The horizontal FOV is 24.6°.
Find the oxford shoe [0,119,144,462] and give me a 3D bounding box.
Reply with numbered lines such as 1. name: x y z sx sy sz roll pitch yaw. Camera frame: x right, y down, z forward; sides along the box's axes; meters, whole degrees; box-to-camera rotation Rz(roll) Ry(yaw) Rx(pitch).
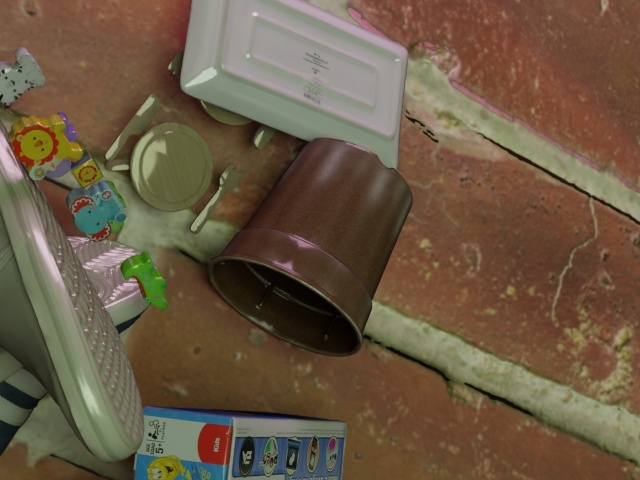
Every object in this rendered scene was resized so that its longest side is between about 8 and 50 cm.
1. oxford shoe: -0.275 0.013 1.214 0.130 0.169 0.449 -31 61 -7

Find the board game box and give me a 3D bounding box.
1. board game box: -0.076 0.305 1.308 0.086 0.308 0.302 5 84 19

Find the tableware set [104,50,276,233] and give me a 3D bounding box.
1. tableware set: -0.120 -0.115 1.437 0.128 0.039 0.194 42 75 -24

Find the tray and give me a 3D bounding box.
1. tray: -0.013 -0.173 1.456 0.270 0.030 0.145 19 70 -34

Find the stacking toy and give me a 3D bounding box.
1. stacking toy: -0.216 -0.051 1.288 0.052 0.167 0.221 -31 126 -3

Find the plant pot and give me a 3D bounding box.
1. plant pot: 0.000 0.000 1.430 0.167 0.167 0.165 38 64 -19

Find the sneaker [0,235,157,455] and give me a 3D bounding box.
1. sneaker: -0.288 0.120 1.314 0.350 0.131 0.148 -31 141 -39
